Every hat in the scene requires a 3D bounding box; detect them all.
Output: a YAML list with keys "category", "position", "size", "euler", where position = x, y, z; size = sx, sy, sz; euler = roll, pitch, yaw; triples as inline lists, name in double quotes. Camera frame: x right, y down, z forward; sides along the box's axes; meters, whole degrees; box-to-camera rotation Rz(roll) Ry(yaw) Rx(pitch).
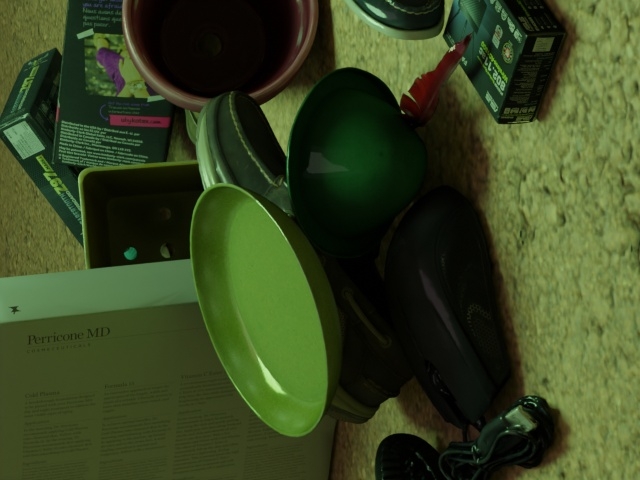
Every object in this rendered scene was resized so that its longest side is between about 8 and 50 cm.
- category: "hat"
  position: [0.088, -0.066, 1.606]
  size: [0.183, 0.208, 0.173]
  euler: [6, 79, 37]

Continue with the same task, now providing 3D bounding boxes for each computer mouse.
- category: "computer mouse"
  position: [0.110, 0.082, 1.612]
  size: [0.188, 0.072, 0.272]
  euler: [130, 131, -61]

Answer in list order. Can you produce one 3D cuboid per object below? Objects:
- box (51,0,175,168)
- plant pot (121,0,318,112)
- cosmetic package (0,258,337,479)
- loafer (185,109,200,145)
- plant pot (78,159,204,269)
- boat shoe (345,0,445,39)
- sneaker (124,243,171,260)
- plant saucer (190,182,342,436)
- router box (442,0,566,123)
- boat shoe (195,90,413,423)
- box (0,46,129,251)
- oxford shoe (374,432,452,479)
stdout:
- category: "box"
  position: [-0.237, -0.233, 2.235]
  size: [0.165, 0.143, 0.270]
  euler: [-87, 8, -53]
- category: "plant pot"
  position: [-0.110, -0.225, 1.948]
  size: [0.180, 0.201, 0.201]
  euler: [143, 120, -82]
- category: "cosmetic package"
  position: [-0.165, 0.164, 1.900]
  size: [0.097, 0.377, 0.284]
  euler: [-127, 39, -51]
- category: "loafer"
  position: [-0.135, -0.159, 2.176]
  size: [0.148, 0.056, 0.050]
  euler: [-118, 25, -43]
- category: "plant pot"
  position: [-0.170, 0.014, 2.131]
  size: [0.187, 0.212, 0.212]
  euler: [-166, 71, -80]
- category: "boat shoe"
  position: [0.062, -0.274, 1.623]
  size: [0.254, 0.095, 0.079]
  euler: [-99, 19, -46]
- category: "sneaker"
  position: [-0.250, 0.058, 2.439]
  size: [0.107, 0.110, 0.275]
  euler: [107, 150, -43]
- category: "plant saucer"
  position: [-0.044, 0.059, 1.669]
  size: [0.241, 0.037, 0.241]
  euler: [39, 138, 45]
- category: "router box"
  position: [0.148, -0.168, 1.506]
  size: [0.092, 0.038, 0.122]
  euler: [104, 151, -41]
- category: "boat shoe"
  position: [0.000, 0.000, 1.785]
  size: [0.130, 0.132, 0.355]
  euler: [-32, 74, 19]
- category: "box"
  position: [-0.317, -0.110, 2.390]
  size: [0.232, 0.059, 0.183]
  euler: [57, -158, -27]
- category: "oxford shoe"
  position: [0.095, 0.286, 1.688]
  size: [0.096, 0.083, 0.227]
  euler: [112, 147, -56]
